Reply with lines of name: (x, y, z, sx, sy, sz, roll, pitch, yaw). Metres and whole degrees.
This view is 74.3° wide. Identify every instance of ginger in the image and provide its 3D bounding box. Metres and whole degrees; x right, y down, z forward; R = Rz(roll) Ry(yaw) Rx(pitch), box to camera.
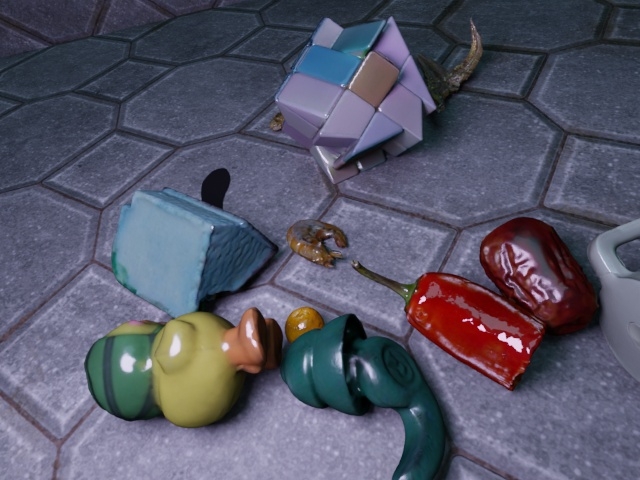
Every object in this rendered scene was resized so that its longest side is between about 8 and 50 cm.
ginger: (-0.041, -0.441, 1.399, 0.294, 0.086, 0.131, -35, 59, -10)

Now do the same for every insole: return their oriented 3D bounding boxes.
insole: (-0.303, -0.127, 1.200, 0.086, 0.005, 0.253, -9, 46, 4)

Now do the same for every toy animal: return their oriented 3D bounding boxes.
toy animal: (-0.239, 0.225, 0.737, 0.338, 0.216, 0.191, -8, 73, 7)

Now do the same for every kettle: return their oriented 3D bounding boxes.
kettle: (0.643, 0.078, 0.676, 0.317, 0.265, 0.205, -18, 6, -3)

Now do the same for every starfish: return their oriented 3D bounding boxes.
starfish: (0.372, -0.560, 1.400, 0.398, 0.132, 0.383, -46, 47, -12)

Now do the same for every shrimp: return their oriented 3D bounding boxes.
shrimp: (-0.001, -0.002, 0.996, 0.132, 0.052, 0.187, -31, 47, -17)

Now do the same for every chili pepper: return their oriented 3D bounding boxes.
chili pepper: (0.223, 0.122, 0.779, 0.338, 0.135, 0.131, 27, 44, 25)

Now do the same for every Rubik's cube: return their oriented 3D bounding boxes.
Rubik's cube: (0.084, -0.359, 1.132, 0.368, 0.358, 0.387, 32, 82, -8)

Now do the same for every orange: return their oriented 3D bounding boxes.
orange: (-0.030, 0.171, 0.827, 0.083, 0.070, 0.083, -17, 24, 8)

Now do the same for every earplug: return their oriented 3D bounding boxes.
earplug: (0.061, 0.253, 0.708, 0.280, 0.164, 0.258, -3, 83, 23)

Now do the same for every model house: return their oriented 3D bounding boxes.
model house: (-0.270, 0.016, 0.958, 0.280, 0.230, 0.248, 24, 14, 25)

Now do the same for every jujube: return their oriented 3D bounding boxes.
jujube: (0.404, 0.064, 0.795, 0.155, 0.155, 0.230, -16, 52, -4)
